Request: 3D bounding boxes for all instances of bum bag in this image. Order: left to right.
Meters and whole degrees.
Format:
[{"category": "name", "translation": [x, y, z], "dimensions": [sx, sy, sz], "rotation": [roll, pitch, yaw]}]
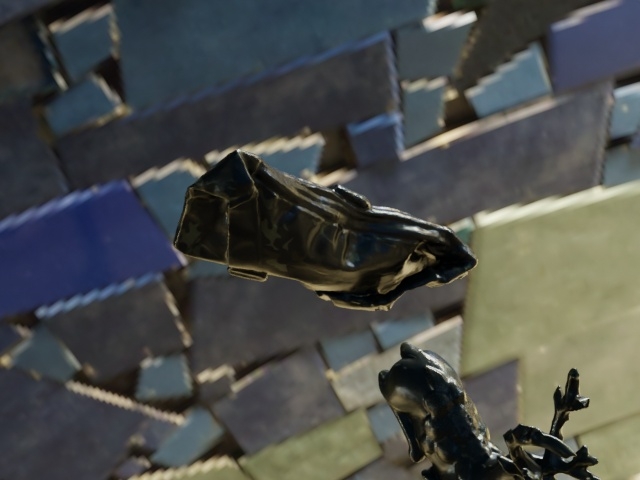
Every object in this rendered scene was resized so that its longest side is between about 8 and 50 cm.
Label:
[{"category": "bum bag", "translation": [-0.001, 0.000, 1.237], "dimensions": [0.102, 0.248, 0.069], "rotation": [-19, 57, 45]}]

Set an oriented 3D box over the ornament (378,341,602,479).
[{"category": "ornament", "translation": [0.153, 0.158, 1.533], "dimensions": [0.080, 0.236, 0.202], "rotation": [-25, 83, -24]}]
